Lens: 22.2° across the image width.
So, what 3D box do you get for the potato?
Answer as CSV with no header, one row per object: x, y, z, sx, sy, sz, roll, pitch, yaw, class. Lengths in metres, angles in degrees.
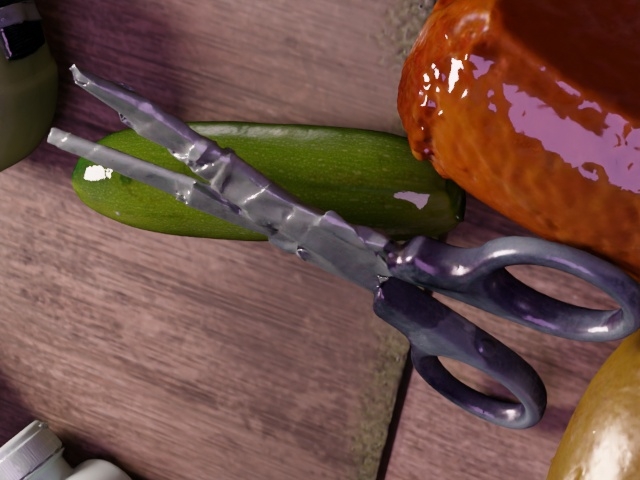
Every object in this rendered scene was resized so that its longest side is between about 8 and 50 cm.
0.243,0.107,0.991,0.203,0.178,0.158,9,98,46,potato

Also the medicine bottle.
-0.178,0.250,1.295,0.121,0.083,0.229,-38,92,32,medicine bottle

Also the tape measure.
-0.276,-0.125,1.175,0.175,0.106,0.200,34,123,14,tape measure

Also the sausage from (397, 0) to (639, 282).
0.176,-0.063,0.949,0.268,0.153,0.141,29,149,13,sausage

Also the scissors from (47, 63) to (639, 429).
0.000,0.000,1.032,0.384,0.029,0.256,26,154,2,scissors

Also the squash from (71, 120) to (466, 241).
-0.034,-0.039,1.107,0.293,0.082,0.082,3,112,24,squash
